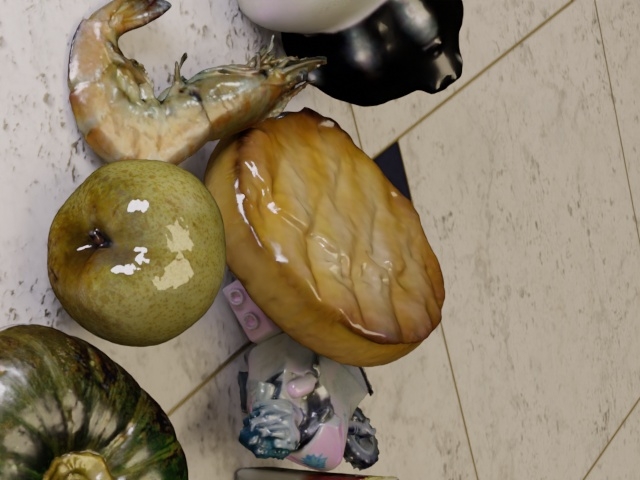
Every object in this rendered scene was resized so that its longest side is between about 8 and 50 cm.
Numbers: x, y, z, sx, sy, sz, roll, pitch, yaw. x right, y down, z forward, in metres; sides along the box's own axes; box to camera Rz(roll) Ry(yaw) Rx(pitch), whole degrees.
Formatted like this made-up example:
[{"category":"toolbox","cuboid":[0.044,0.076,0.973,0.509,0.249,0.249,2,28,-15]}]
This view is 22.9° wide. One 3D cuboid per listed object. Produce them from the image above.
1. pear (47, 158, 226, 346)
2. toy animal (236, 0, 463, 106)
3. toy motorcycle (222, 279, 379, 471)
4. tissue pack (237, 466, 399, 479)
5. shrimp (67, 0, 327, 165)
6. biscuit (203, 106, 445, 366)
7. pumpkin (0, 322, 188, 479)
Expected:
[{"category":"pear","cuboid":[-0.161,0.009,1.380,0.137,0.167,0.167,20,72,-48]},{"category":"toy animal","cuboid":[0.020,-0.278,1.645,0.266,0.213,0.212,53,47,-38]},{"category":"toy motorcycle","cuboid":[-0.034,0.143,1.590,0.239,0.108,0.204,46,28,7]},{"category":"tissue pack","cuboid":[-0.006,0.289,1.620,0.099,0.149,0.106,10,80,-57]},{"category":"shrimp","cuboid":[-0.120,-0.170,1.510,0.296,0.058,0.169,-28,104,-38]},{"category":"biscuit","cuboid":[0.000,0.000,1.607,0.296,0.102,0.296,34,33,-26]},{"category":"pumpkin","cuboid":[-0.234,0.202,1.257,0.260,0.189,0.260,12,69,-34]}]
